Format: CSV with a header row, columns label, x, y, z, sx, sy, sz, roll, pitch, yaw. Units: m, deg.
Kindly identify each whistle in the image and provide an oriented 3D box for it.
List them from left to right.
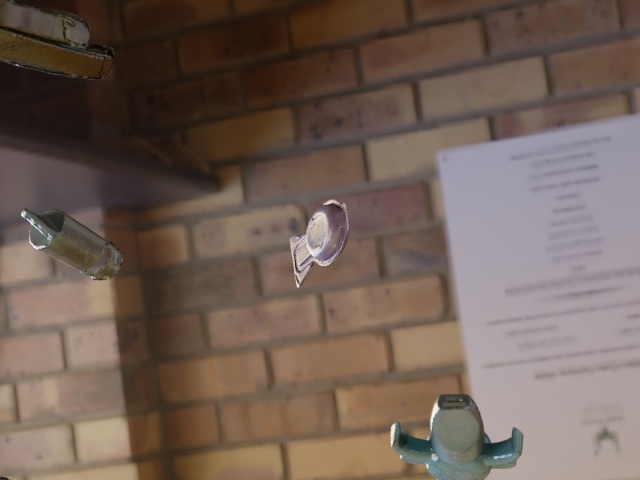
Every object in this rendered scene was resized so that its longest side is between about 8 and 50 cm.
label,x,y,z,sx,sy,sz,roll,pitch,yaw
whistle,-0.336,0.005,1.854,0.062,0.062,0.312,-8,169,5
whistle,0.198,0.294,1.952,0.186,0.093,0.274,1,147,10

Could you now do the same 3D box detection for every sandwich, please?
label,x,y,z,sx,sy,sz,roll,pitch,yaw
sandwich,-0.377,-0.269,1.739,0.235,0.079,0.159,15,-169,-7

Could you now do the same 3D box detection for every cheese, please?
label,x,y,z,sx,sy,sz,roll,pitch,yaw
cheese,0.000,0.000,2.209,0.042,0.105,0.191,6,150,-26

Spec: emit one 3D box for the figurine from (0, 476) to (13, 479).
label,x,y,z,sx,sy,sz,roll,pitch,yaw
figurine,-0.326,0.289,1.312,0.138,0.110,0.245,-34,-177,-12
